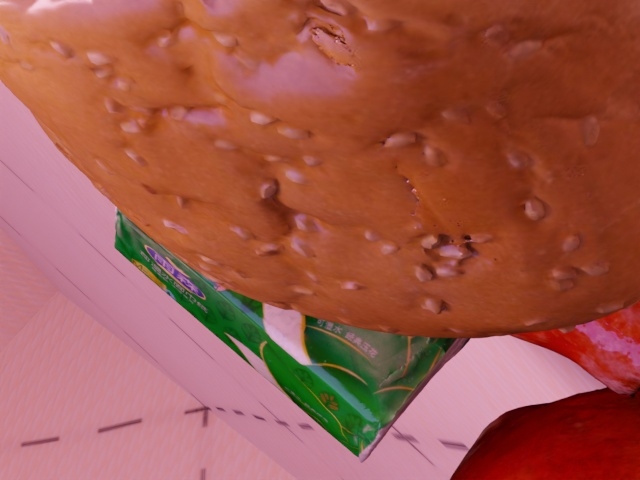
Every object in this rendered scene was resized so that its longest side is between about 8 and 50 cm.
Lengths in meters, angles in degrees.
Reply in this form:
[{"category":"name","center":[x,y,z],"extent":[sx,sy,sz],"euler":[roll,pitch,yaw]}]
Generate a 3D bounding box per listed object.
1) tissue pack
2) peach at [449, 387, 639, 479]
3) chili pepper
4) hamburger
[{"category":"tissue pack","center":[0.002,-0.001,1.001],"extent":[0.209,0.148,0.156],"euler":[41,161,6]},{"category":"peach","center":[0.189,0.205,0.839],"extent":[0.281,0.281,0.338],"euler":[47,171,-20]},{"category":"chili pepper","center":[0.114,0.011,0.855],"extent":[0.192,0.084,0.086],"euler":[36,137,17]},{"category":"hamburger","center":[0.010,-0.069,0.609],"extent":[0.259,0.144,0.283],"euler":[4,146,35]}]
